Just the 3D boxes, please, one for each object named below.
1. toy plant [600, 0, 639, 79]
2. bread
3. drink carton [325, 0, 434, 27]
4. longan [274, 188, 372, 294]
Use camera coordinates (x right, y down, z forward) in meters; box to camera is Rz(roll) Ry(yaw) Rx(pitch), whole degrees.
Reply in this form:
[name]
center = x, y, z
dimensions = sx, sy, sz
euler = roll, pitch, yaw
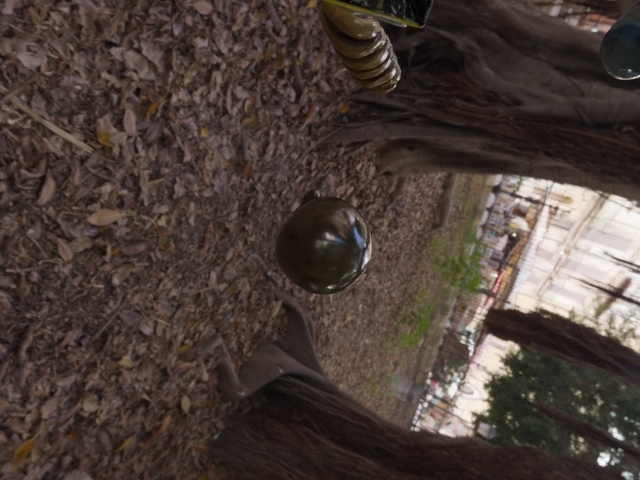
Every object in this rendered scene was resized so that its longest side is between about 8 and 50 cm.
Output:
[toy plant]
center = 0.491, -0.309, 0.573
dimensions = 0.332, 0.247, 0.247
euler = -54, 155, -39
[bread]
center = 0.060, -0.323, 0.740
dimensions = 0.081, 0.134, 0.225
euler = -31, 164, 16
[drink carton]
center = -0.011, -0.180, 0.278
dimensions = 0.071, 0.165, 0.056
euler = -87, -167, -51
[longan]
center = 0.000, 0.000, 0.490
dimensions = 0.106, 0.119, 0.106
euler = -17, 151, -10
